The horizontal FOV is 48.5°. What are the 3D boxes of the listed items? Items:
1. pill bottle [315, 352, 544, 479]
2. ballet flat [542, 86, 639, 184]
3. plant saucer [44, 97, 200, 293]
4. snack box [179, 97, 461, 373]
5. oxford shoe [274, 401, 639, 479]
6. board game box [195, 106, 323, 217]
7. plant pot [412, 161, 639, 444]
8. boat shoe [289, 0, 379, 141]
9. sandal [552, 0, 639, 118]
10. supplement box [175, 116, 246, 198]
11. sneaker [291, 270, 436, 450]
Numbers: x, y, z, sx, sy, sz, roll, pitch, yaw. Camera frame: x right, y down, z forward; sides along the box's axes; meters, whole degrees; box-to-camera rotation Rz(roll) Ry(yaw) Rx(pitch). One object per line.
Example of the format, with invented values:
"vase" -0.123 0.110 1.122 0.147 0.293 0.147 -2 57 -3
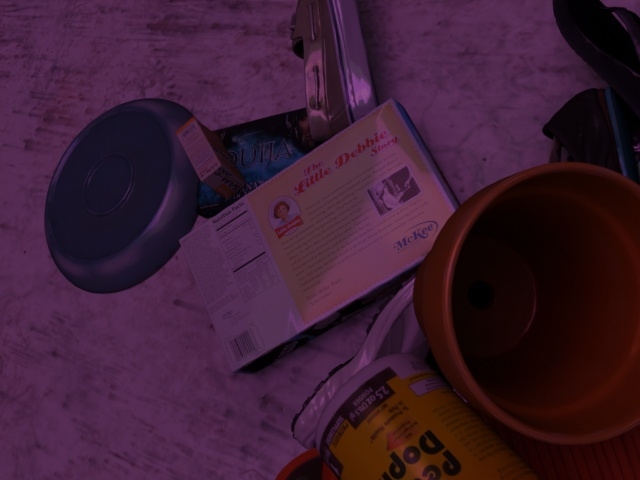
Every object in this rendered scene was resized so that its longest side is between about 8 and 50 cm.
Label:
"pill bottle" 0.099 0.193 0.531 0.117 0.117 0.215 -50 54 5
"ballet flat" 0.276 -0.022 0.688 0.096 0.095 0.281 -25 50 31
"plant saucer" -0.308 -0.079 1.068 0.317 0.043 0.318 -11 67 27
"snack box" 0.000 0.000 0.835 0.321 0.060 0.187 -32 69 16
"oxford shoe" 0.142 0.228 0.655 0.363 0.133 0.130 -10 52 7
"board game box" -0.083 -0.104 0.957 0.186 0.026 0.126 -9 68 27
"plant pot" 0.167 0.050 0.604 0.205 0.188 0.205 1 87 -12
"boat shoe" 0.007 -0.266 0.910 0.094 0.109 0.303 -13 67 6
"sandal" 0.328 -0.168 0.703 0.255 0.097 0.054 59 138 23
"supplement box" -0.145 -0.109 0.939 0.036 0.062 0.098 -38 58 10
"sneaker" 0.089 0.128 0.739 0.108 0.100 0.272 38 96 20
